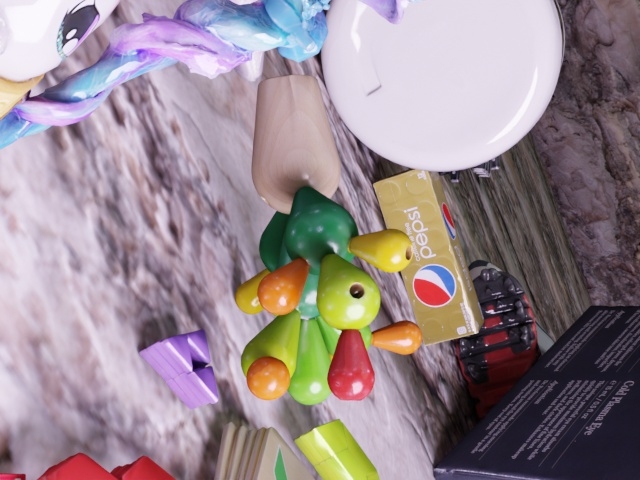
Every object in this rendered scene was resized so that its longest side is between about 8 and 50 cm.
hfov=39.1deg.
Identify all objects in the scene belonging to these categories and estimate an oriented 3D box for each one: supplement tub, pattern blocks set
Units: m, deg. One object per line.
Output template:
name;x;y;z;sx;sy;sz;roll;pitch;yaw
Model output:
supplement tub;0.144;-0.208;0.968;0.316;0.228;0.228;-43;114;-69
pattern blocks set;-0.001;0.191;0.456;0.325;0.026;0.285;57;17;-8

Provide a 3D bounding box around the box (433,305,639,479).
box;0.345;0.208;0.858;0.343;0.312;0.179;-33;106;-40

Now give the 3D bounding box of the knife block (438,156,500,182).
knife block;0.175;-0.224;1.281;0.242;0.088;0.276;-82;150;-52

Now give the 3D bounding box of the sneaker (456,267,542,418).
sneaker;0.230;0.173;1.081;0.135;0.097;0.276;27;51;-64

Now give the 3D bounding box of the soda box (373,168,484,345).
soda box;0.115;0.013;0.951;0.058;0.061;0.181;-24;96;-71

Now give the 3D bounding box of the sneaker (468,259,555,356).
sneaker;0.270;0.118;1.241;0.258;0.094;0.091;53;32;-43

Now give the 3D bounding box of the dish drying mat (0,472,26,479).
dish drying mat;-0.111;0.123;0.312;0.032;0.008;0.083;34;42;-63

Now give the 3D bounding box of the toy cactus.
toy cactus;0.000;0.000;0.497;0.219;0.112;0.181;100;-16;-89

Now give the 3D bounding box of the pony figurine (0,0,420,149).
pony figurine;-0.040;-0.203;0.380;0.303;0.363;0.351;50;13;-33
